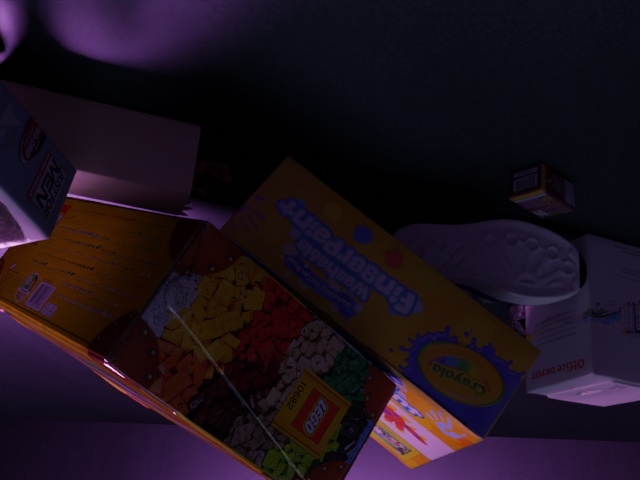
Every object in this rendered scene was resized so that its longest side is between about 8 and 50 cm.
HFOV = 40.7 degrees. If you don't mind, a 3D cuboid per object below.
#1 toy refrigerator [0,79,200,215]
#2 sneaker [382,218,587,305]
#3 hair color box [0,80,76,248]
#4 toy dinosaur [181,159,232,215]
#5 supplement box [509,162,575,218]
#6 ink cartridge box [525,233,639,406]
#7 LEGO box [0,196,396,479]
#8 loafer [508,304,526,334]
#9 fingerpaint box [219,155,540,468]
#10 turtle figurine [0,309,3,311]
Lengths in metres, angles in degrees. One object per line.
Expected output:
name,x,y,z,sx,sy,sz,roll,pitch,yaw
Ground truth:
toy refrigerator,-0.302,-0.116,1.125,0.269,0.102,0.094,11,158,-15
sneaker,0.239,0.055,1.410,0.322,0.130,0.236,5,163,-4
hair color box,-0.452,-0.142,0.913,0.185,0.114,0.374,-11,137,21
toy dinosaur,-0.231,-0.092,1.250,0.211,0.064,0.112,-5,142,0
supplement box,0.305,-0.067,1.185,0.083,0.043,0.055,25,151,-38
ink cartridge box,0.450,0.138,1.409,0.168,0.233,0.171,14,157,-20
LEGO box,-0.204,0.132,1.201,0.372,0.193,0.500,44,161,-33
loafer,0.403,0.149,1.660,0.076,0.078,0.223,4,159,5
fingerpaint box,0.056,0.129,1.318,0.444,0.163,0.371,38,159,6
turtle figurine,-0.786,0.130,1.883,0.217,0.087,0.269,-3,157,19
